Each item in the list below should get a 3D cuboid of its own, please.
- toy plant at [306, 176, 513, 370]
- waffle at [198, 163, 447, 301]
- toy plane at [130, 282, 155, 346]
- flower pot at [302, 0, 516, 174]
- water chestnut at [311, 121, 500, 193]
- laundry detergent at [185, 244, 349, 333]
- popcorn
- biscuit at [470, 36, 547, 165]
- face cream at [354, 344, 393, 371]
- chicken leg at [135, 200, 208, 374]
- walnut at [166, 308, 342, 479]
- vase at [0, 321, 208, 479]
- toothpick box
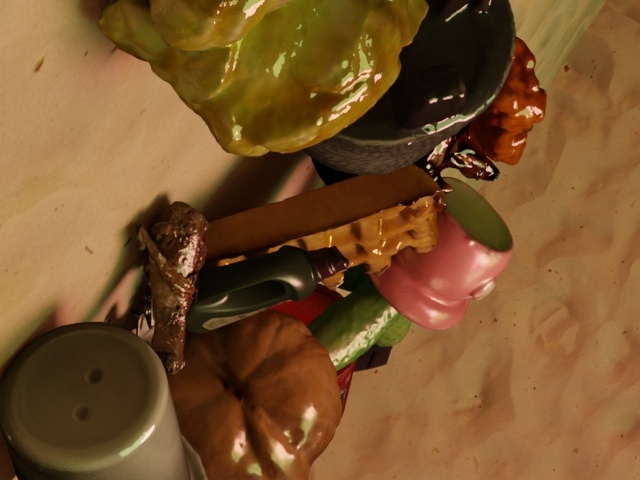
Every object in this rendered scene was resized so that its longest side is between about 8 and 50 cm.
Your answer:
[{"bbox_3d":[0.125,0.068,1.901,0.356,0.211,0.317,-38,169,31],"label":"toy plant"},{"bbox_3d":[0.000,0.001,1.647,0.348,0.078,0.304,-17,163,1],"label":"waffle"},{"bbox_3d":[-0.211,0.118,1.537,0.234,0.082,0.160,-96,-173,-79],"label":"toy plane"},{"bbox_3d":[0.057,-0.233,1.317,0.299,0.299,0.283,-56,180,-11],"label":"flower pot"},{"bbox_3d":[0.138,-0.165,1.749,0.300,0.300,0.300,-54,167,-18],"label":"water chestnut"},{"bbox_3d":[-0.074,0.053,1.498,0.221,0.078,0.144,-17,169,12],"label":"laundry detergent"},{"bbox_3d":[-0.052,-0.214,1.034,0.225,0.276,0.276,-23,-176,26],"label":"popcorn"},{"bbox_3d":[0.262,-0.286,1.940,0.110,0.318,0.312,-27,163,-5],"label":"biscuit"},{"bbox_3d":[0.125,0.037,2.246,0.235,0.137,0.420,151,-47,-70],"label":"face cream"},{"bbox_3d":[-0.179,0.052,1.400,0.125,0.080,0.196,-75,170,-74],"label":"chicken leg"},{"bbox_3d":[-0.121,0.245,1.709,0.306,0.306,0.344,-54,167,-20],"label":"walnut"},{"bbox_3d":[-0.257,0.241,1.342,0.245,0.245,0.291,-51,159,-29],"label":"vase"},{"bbox_3d":[-0.038,0.236,2.204,0.204,0.204,0.333,-53,168,-25],"label":"toothpick box"}]
